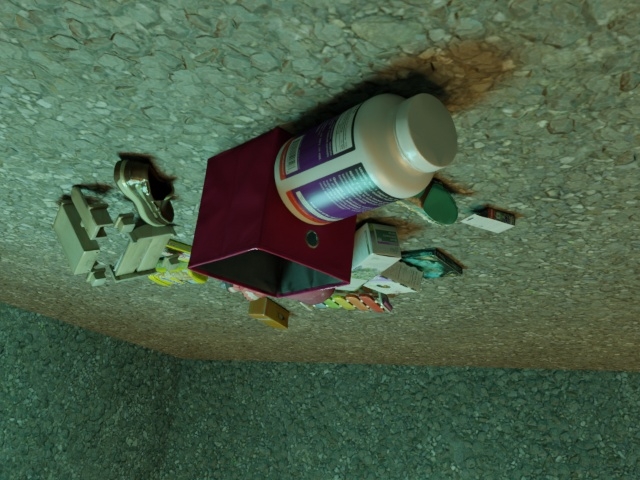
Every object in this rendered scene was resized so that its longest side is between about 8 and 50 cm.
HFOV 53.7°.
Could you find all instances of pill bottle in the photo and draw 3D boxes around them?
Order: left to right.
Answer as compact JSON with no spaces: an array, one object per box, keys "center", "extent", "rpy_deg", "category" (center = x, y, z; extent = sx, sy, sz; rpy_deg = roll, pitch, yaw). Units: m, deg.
[{"center":[0.076,-0.144,1.123],"extent":[0.181,0.181,0.323],"rpy_deg":[22,155,-36],"category":"pill bottle"}]

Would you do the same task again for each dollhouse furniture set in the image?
[{"center":[-0.543,-0.040,1.800],"extent":[0.355,0.174,0.303],"rpy_deg":[-11,150,-44],"category":"dollhouse furniture set"}]

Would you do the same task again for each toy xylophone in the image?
[{"center":[0.104,0.207,2.226],"extent":[0.322,0.081,0.236],"rpy_deg":[-4,158,29],"category":"toy xylophone"}]

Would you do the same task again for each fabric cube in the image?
[{"center":[-0.092,-0.044,1.344],"extent":[0.254,0.258,0.259],"rpy_deg":[24,154,-38],"category":"fabric cube"}]

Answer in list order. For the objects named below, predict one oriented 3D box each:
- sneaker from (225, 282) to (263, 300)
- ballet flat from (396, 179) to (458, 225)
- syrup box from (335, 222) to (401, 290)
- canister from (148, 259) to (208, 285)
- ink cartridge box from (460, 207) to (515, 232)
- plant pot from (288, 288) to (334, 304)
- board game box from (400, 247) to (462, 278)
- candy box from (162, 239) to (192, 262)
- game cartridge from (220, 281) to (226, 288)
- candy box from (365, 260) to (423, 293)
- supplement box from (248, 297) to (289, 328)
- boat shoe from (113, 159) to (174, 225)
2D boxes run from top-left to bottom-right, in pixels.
[{"center":[-0.218,0.119,2.087],"extent":[0.136,0.116,0.314],"rpy_deg":[-9,164,13],"category":"sneaker"},{"center":[0.205,-0.105,1.370],"extent":[0.241,0.091,0.077],"rpy_deg":[28,-178,-37],"category":"ballet flat"},{"center":[0.108,0.048,1.695],"extent":[0.093,0.096,0.237],"rpy_deg":[7,150,-29],"category":"syrup box"},{"center":[-0.482,0.106,2.150],"extent":[0.170,0.073,0.126],"rpy_deg":[-3,158,21],"category":"canister"},{"center":[0.396,-0.051,1.500],"extent":[0.115,0.029,0.063],"rpy_deg":[15,159,-19],"category":"ink cartridge box"},{"center":[-0.035,0.076,1.631],"extent":[0.201,0.201,0.180],"rpy_deg":[2,153,13],"category":"plant pot"},{"center":[0.322,0.070,1.858],"extent":[0.126,0.026,0.186],"rpy_deg":[-8,156,36],"category":"board game box"},{"center":[-0.484,0.022,1.985],"extent":[0.206,0.027,0.105],"rpy_deg":[21,158,-33],"category":"candy box"},{"center":[-0.331,0.172,2.365],"extent":[0.083,0.017,0.056],"rpy_deg":[11,163,-13],"category":"game cartridge"},{"center":[0.175,0.096,1.870],"extent":[0.196,0.070,0.165],"rpy_deg":[23,162,-28],"category":"candy box"},{"center":[-0.206,0.298,2.581],"extent":[0.080,0.078,0.233],"rpy_deg":[-3,158,24],"category":"supplement box"},{"center":[-0.395,-0.105,1.516],"extent":[0.095,0.095,0.257],"rpy_deg":[-4,158,10],"category":"boat shoe"}]
